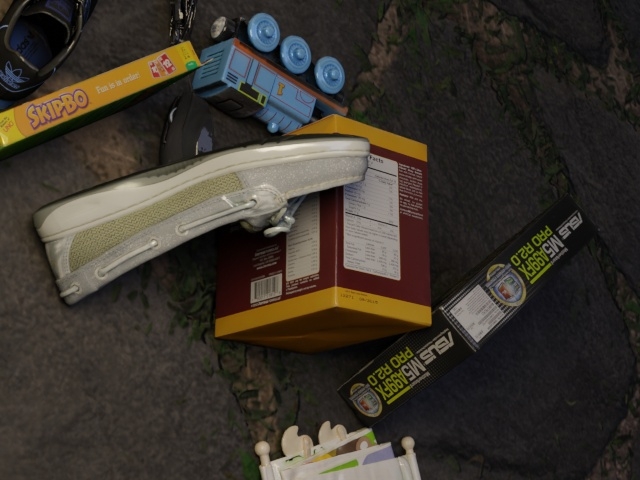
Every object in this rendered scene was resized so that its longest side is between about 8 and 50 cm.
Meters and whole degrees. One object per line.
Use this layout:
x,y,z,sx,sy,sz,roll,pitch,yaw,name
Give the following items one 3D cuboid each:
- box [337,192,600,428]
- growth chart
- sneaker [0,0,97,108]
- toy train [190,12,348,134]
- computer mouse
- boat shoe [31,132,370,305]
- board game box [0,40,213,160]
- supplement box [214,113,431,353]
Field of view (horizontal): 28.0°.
0.164,0.076,1.413,0.060,0.216,0.270,49,48,4,box
0.033,0.278,1.373,0.237,0.021,0.172,3,75,-41,growth chart
-0.251,-0.225,1.227,0.081,0.090,0.232,38,56,-27,sneaker
-0.051,-0.171,1.399,0.184,0.080,0.105,29,69,-34,toy train
-0.145,-0.160,1.318,0.041,0.071,0.242,3,74,-30,computer mouse
-0.103,-0.028,1.188,0.118,0.320,0.103,-86,160,-82,boat shoe
-0.225,-0.125,1.197,0.259,0.124,0.039,-27,95,-43,board game box
0.000,0.000,1.311,0.129,0.191,0.194,14,69,-39,supplement box
